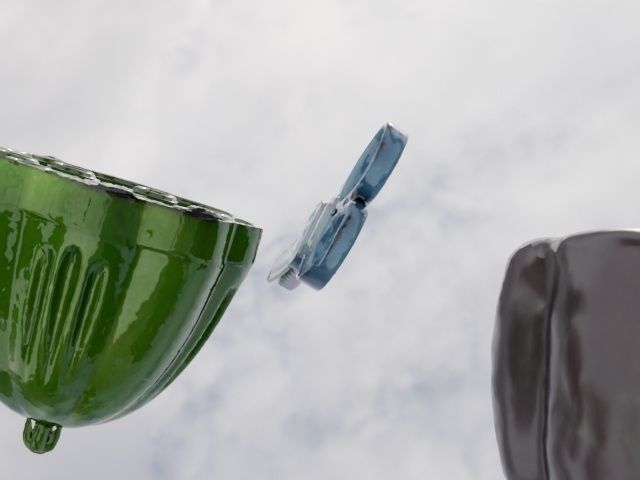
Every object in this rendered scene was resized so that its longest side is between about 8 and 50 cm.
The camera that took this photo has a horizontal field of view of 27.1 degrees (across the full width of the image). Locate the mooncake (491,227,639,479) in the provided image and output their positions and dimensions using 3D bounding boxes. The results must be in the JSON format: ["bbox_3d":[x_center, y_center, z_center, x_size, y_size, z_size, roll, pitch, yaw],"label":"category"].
[{"bbox_3d":[0.240,0.097,0.709,0.306,0.306,0.154,1,-102,45],"label":"mooncake"}]

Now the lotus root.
[{"bbox_3d":[-0.141,0.043,0.766,0.186,0.186,0.186,-26,-139,26],"label":"lotus root"}]

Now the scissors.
[{"bbox_3d":[0.000,0.000,0.970,0.125,0.030,0.256,-62,-175,-20],"label":"scissors"}]
